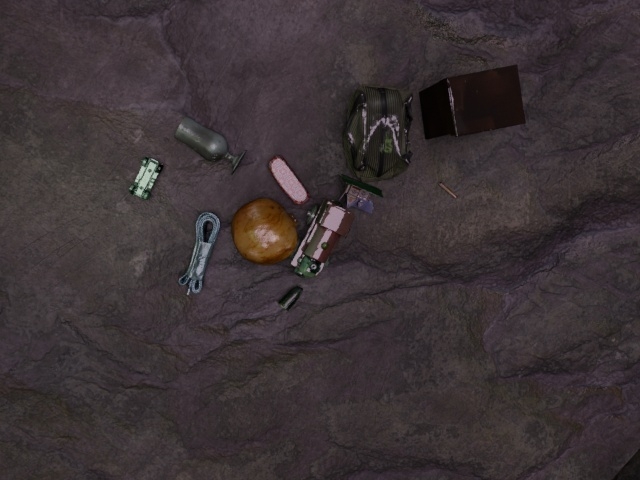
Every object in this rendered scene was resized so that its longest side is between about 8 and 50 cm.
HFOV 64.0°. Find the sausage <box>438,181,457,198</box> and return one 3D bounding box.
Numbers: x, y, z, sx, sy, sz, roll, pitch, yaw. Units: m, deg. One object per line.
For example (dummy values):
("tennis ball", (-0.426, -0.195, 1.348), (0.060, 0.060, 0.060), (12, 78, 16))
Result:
("sausage", (0.484, -0.190, 1.943), (0.100, 0.015, 0.015), (37, 90, -12))

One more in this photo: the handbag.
("handbag", (0.207, -0.372, 1.766), (0.248, 0.240, 0.340), (0, 98, -5))

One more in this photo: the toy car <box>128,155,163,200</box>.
("toy car", (-0.594, -0.211, 1.750), (0.073, 0.054, 0.143), (25, 94, -13))

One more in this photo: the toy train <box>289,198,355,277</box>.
("toy train", (0.000, 0.000, 1.785), (0.150, 0.221, 0.304), (26, 92, -11))

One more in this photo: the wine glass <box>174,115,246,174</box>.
("wine glass", (-0.375, -0.326, 1.746), (0.231, 0.103, 0.103), (32, 91, -9))

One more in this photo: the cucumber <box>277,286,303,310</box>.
("cucumber", (-0.107, 0.209, 1.883), (0.048, 0.048, 0.105), (42, 87, -11))

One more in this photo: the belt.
("belt", (-0.424, 0.045, 1.802), (0.088, 0.072, 0.302), (16, 92, -15))

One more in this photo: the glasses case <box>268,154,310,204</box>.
("glasses case", (-0.115, -0.212, 1.828), (0.073, 0.049, 0.194), (-36, 101, -2))

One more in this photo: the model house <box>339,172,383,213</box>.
("model house", (0.132, -0.163, 1.854), (0.167, 0.117, 0.088), (19, 110, -12))

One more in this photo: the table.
("table", (0.513, -0.465, 1.778), (0.251, 0.282, 0.196), (-14, 99, -8))

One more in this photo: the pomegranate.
("pomegranate", (-0.186, -0.030, 1.749), (0.249, 0.248, 0.247), (-1, 97, -9))
